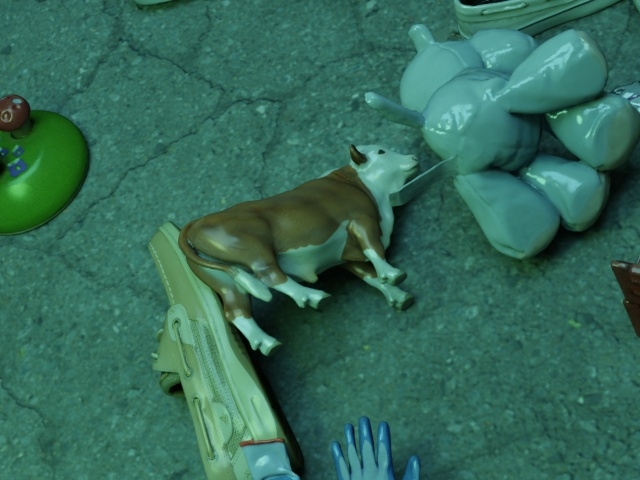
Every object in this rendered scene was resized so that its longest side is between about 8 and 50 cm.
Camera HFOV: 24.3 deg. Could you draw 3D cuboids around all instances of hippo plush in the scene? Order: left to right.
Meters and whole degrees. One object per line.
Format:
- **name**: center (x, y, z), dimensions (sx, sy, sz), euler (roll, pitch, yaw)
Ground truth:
- **hippo plush**: center (0.182, -0.119, 1.645), dimensions (0.294, 0.234, 0.236), euler (-17, 22, -8)

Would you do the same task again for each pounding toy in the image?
- **pounding toy**: center (-0.424, -0.108, 1.890), dimensions (0.237, 0.110, 0.183), euler (-10, 56, 15)

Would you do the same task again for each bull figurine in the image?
- **bull figurine**: center (0.000, 0.000, 1.621), dimensions (0.310, 0.101, 0.188), euler (-20, 58, -28)

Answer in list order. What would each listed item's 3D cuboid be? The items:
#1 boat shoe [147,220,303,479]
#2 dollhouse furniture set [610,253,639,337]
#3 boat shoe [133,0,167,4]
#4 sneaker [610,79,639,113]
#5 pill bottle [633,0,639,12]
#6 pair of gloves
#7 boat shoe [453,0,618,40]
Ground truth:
- **boat shoe**: center (-0.134, 0.124, 1.624), dimensions (0.110, 0.121, 0.341), euler (-29, 55, 2)
- **dollhouse furniture set**: center (0.498, 0.013, 1.436), dimensions (0.374, 0.152, 0.201), euler (11, 63, 26)
- **boat shoe**: center (-0.121, -0.410, 1.960), dimensions (0.335, 0.119, 0.121), euler (-20, 53, 4)
- **sneaker**: center (0.336, -0.144, 1.673), dimensions (0.098, 0.038, 0.069), euler (-38, 52, -17)
- **pill bottle**: center (0.451, -0.326, 1.699), dimensions (0.193, 0.108, 0.108), euler (-28, 53, 2)
- **pair of gloves**: center (0.008, 0.264, 1.494), dimensions (0.198, 0.023, 0.159), euler (-11, 89, 12)
- **boat shoe**: center (0.282, -0.321, 1.772), dimensions (0.267, 0.088, 0.096), euler (-23, 53, 6)
